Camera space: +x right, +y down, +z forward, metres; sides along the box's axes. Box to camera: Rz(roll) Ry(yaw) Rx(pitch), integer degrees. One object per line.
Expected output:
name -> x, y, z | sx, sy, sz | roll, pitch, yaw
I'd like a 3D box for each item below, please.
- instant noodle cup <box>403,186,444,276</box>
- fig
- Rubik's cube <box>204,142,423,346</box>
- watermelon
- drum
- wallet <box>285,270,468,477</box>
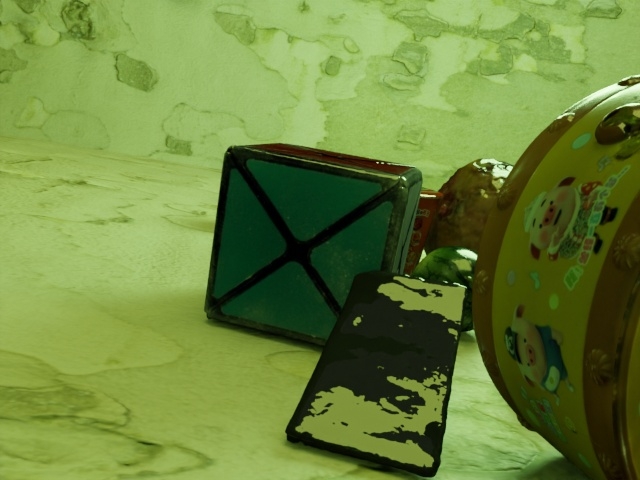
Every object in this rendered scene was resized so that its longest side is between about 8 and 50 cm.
instant noodle cup -> 0.117, -0.027, 1.389 | 0.250, 0.192, 0.250 | 10, 11, -2
fig -> 0.406, 0.011, 1.462 | 0.368, 0.286, 0.286 | 39, 0, -21
Rubik's cube -> 0.000, 0.000, 0.978 | 0.259, 0.260, 0.255 | 10, 12, 13
watermelon -> 0.222, 0.084, 1.054 | 0.140, 0.141, 0.187 | 6, 14, -20
drum -> 0.367, 0.057, 0.595 | 0.430, 0.432, 0.214 | 6, 11, -18
wallet -> 0.074, 0.126, 0.717 | 0.146, 0.030, 0.285 | 9, 34, 14
